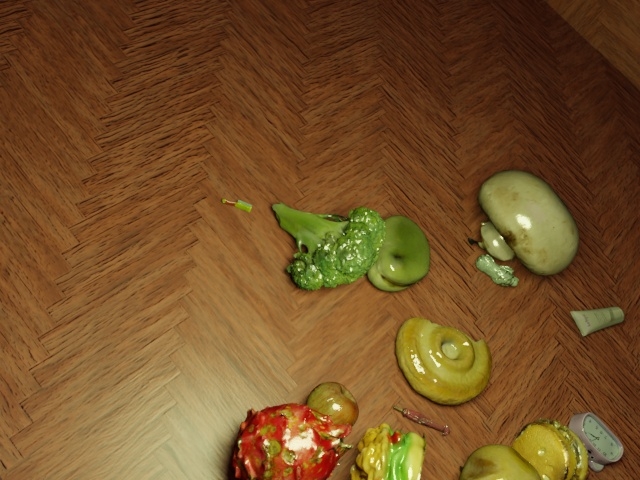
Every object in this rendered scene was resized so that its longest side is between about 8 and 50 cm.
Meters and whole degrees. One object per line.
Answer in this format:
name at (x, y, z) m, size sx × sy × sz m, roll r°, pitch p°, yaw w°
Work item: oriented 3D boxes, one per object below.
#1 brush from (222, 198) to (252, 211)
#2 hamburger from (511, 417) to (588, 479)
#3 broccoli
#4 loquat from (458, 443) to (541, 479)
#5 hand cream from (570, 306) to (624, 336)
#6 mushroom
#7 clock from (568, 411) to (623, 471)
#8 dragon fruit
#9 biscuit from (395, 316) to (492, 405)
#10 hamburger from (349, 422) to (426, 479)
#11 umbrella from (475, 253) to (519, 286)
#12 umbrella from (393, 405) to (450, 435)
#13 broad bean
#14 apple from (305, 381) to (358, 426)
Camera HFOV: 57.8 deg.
brush at (-0.231, -0.101, 1.597) m, size 0.083 × 0.018 × 0.021 m, roll 17°, pitch 47°, yaw -13°
hamburger at (0.582, 0.547, 1.472) m, size 0.118 × 0.182 × 0.190 m, roll 17°, pitch 47°, yaw -32°
broccoli at (0.017, 0.030, 1.561) m, size 0.302 × 0.186 × 0.253 m, roll -3°, pitch 57°, yaw 26°
loquat at (0.414, 0.585, 1.360) m, size 0.213 × 0.213 × 0.213 m, roll 10°, pitch 59°, yaw -17°
hand cream at (0.889, 0.249, 1.845) m, size 0.186 × 0.054 × 0.087 m, roll -8°, pitch 61°, yaw -19°
mushroom at (0.610, -0.040, 1.783) m, size 0.362 × 0.295 × 0.362 m, roll 43°, pitch 22°, yaw -22°
clock at (0.761, 0.559, 1.610) m, size 0.110 × 0.050 × 0.152 m, roll -37°, pitch 80°, yaw -34°
dragon fruit at (-0.056, 0.442, 1.233) m, size 0.268 × 0.205 × 0.209 m, roll -14°, pitch 98°, yaw 6°
biscuit at (0.334, 0.328, 1.542) m, size 0.274 × 0.091 × 0.213 m, roll 18°, pitch 55°, yaw -15°
hamburger at (0.141, 0.515, 1.281) m, size 0.149 × 0.237 × 0.237 m, roll 15°, pitch 55°, yaw 8°
umbrella at (0.543, 0.095, 1.780) m, size 0.144 × 0.067 × 0.062 m, roll 32°, pitch 19°, yaw 6°
umbrella at (0.261, 0.457, 1.478) m, size 0.165 × 0.025 × 0.027 m, roll 26°, pitch 33°, yaw -9°
broad bean at (0.233, 0.032, 1.653) m, size 0.189 × 0.121 × 0.263 m, roll 32°, pitch 53°, yaw -7°
apple at (0.029, 0.395, 1.361) m, size 0.102 × 0.126 × 0.126 m, roll -45°, pitch 83°, yaw 5°
